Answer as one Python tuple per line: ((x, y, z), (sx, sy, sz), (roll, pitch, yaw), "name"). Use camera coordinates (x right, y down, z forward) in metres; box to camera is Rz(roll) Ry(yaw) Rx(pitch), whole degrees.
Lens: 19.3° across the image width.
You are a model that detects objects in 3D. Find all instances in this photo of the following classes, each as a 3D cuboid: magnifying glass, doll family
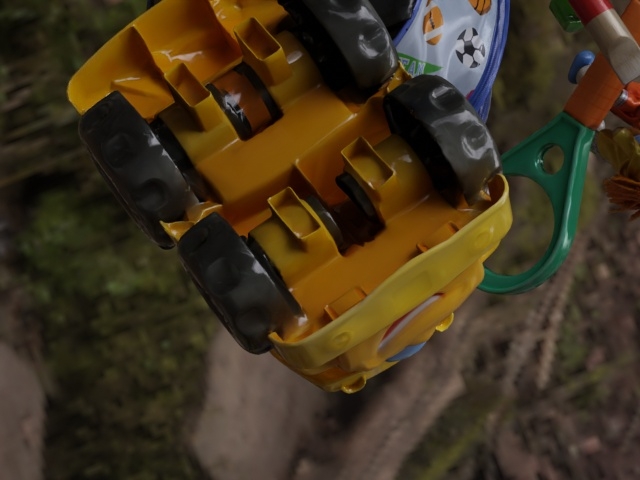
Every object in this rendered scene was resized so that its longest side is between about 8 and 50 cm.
((0.168, -0.064, 1.318), (0.092, 0.231, 0.026), (40, 15, 32), "magnifying glass")
((0.331, -0.065, 1.755), (0.263, 0.118, 0.163), (18, 16, -39), "doll family")

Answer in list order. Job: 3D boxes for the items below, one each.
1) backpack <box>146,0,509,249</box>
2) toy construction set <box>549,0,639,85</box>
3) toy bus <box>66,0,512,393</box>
((0.008, -0.137, 1.320), (0.213, 0.263, 0.276), (19, 55, -39), "backpack")
((0.324, -0.176, 1.329), (0.237, 0.309, 0.257), (61, -18, 17), "toy construction set")
((0.000, 0.000, 0.929), (0.220, 0.149, 0.211), (49, -13, 39), "toy bus")
